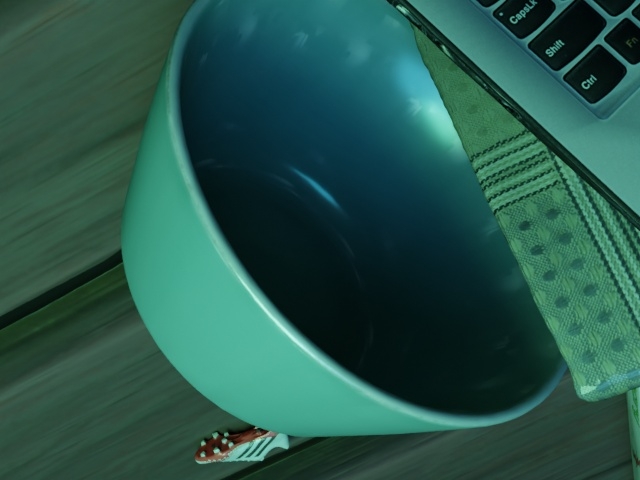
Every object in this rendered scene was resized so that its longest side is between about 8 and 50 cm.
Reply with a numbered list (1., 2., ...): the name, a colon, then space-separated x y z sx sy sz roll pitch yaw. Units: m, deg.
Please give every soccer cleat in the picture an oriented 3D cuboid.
1. soccer cleat: -0.067 0.178 0.948 0.083 0.029 0.036 -22 119 3

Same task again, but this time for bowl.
1. bowl: 0.000 0.000 0.703 0.311 0.311 0.163 30 135 -23

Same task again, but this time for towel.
1. towel: 0.231 -0.104 0.640 0.312 0.324 0.056 -27 152 15

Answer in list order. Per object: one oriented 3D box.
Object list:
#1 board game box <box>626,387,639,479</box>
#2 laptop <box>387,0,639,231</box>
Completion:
1. board game box: 0.363 0.133 0.949 0.193 0.053 0.305 -14 124 3
2. laptop: 0.186 -0.257 0.461 0.382 0.236 0.408 -43 80 -13
